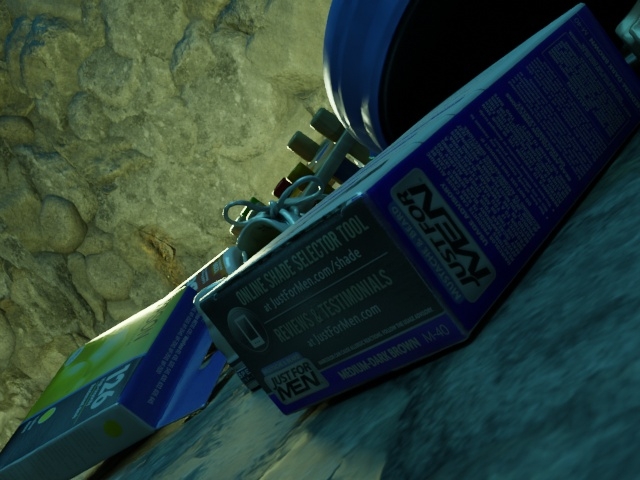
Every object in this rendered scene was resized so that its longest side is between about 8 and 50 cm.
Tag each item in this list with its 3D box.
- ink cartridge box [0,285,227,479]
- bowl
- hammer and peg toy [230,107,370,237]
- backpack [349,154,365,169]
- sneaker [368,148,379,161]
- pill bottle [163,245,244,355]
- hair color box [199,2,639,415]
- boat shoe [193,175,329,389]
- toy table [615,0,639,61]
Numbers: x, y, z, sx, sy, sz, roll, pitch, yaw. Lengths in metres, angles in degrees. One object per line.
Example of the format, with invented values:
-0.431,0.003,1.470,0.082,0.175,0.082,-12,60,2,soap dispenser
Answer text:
-0.244,0.172,1.165,0.307,0.072,0.304,-32,15,19,ink cartridge box
0.185,-0.227,0.914,0.391,0.077,0.391,-26,-34,-19,bowl
-0.038,-0.081,1.560,0.266,0.127,0.361,-57,8,-11,hammer and peg toy
0.164,-0.238,1.824,0.263,0.213,0.276,-30,-2,3,backpack
0.105,-0.108,1.363,0.240,0.126,0.091,-35,4,40,sneaker
-0.187,0.116,1.507,0.216,0.121,0.121,-37,3,16,pill bottle
0.090,-0.033,0.662,0.339,0.110,0.185,-39,4,-43,hair color box
-0.036,0.010,0.995,0.135,0.156,0.367,-36,4,32,boat shoe
0.250,-0.234,0.658,0.161,0.274,0.252,-45,33,17,toy table
